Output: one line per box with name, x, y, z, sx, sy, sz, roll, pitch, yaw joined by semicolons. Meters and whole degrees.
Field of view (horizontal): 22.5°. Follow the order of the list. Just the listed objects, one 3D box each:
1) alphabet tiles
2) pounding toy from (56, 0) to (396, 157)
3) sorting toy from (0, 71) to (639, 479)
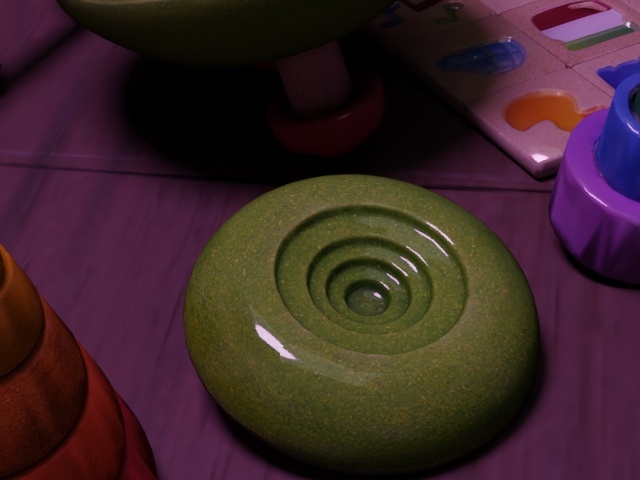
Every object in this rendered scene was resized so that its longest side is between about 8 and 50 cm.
alphabet tiles;0.159;-0.130;0.795;0.285;0.011;0.342;-20;40;-22
pounding toy;-0.040;-0.101;0.705;0.237;0.110;0.183;-3;33;25
sorting toy;0.000;0.000;0.520;0.366;0.126;0.127;-21;54;-25
